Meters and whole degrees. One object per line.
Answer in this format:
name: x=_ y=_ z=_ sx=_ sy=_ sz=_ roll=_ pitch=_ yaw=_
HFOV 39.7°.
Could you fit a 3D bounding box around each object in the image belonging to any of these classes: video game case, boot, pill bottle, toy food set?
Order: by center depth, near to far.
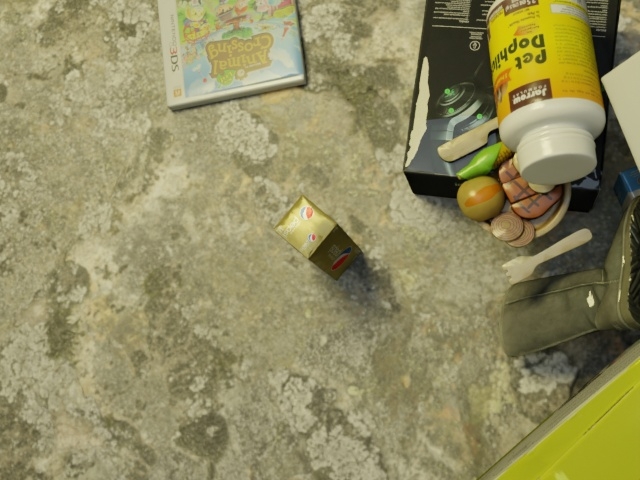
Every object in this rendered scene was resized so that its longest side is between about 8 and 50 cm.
pill bottle: x=0.257 y=-0.177 z=1.011 sx=0.117 sy=0.117 sz=0.215 roll=-7 pitch=69 yaw=11
toy food set: x=0.231 y=-0.059 z=1.054 sx=0.132 sy=0.038 sz=0.192 roll=-29 pitch=79 yaw=8
boot: x=0.319 y=0.047 z=1.086 sx=0.076 sy=0.208 sz=0.190 roll=32 pitch=63 yaw=-16
video game case: x=-0.135 y=-0.305 z=1.318 sx=0.212 sy=0.023 sz=0.193 roll=-9 pitch=78 yaw=10

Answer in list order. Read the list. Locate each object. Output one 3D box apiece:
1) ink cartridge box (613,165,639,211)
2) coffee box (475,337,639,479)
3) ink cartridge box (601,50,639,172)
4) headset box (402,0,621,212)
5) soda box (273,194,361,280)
ink cartridge box: x=0.441 y=-0.028 z=1.109 sx=0.092 sy=0.090 sz=0.143 roll=-21 pitch=76 yaw=8
coffee box: x=0.341 y=0.320 z=0.901 sx=0.338 sy=0.334 sz=0.338 roll=-45 pitch=73 yaw=17
ink cartridge box: x=0.469 y=-0.075 z=0.956 sx=0.223 sy=0.129 sz=0.308 roll=-9 pitch=75 yaw=-32
headset box: x=0.248 y=-0.178 z=1.157 sx=0.246 sy=0.131 sz=0.283 roll=6 pitch=81 yaw=13
soda box: x=0.000 y=0.000 z=1.150 sx=0.061 sy=0.181 sz=0.058 roll=40 pitch=90 yaw=16
